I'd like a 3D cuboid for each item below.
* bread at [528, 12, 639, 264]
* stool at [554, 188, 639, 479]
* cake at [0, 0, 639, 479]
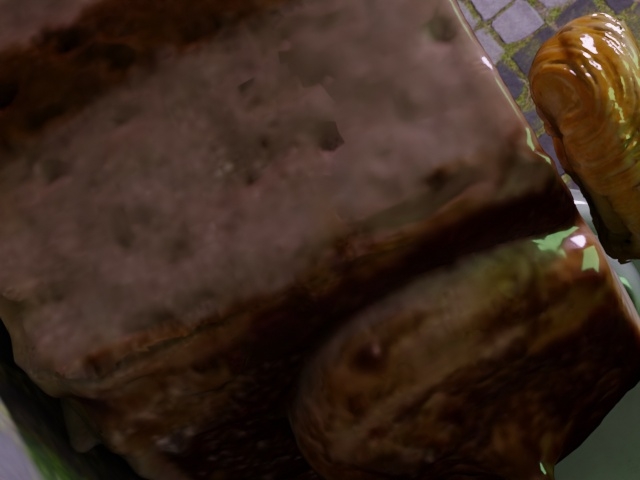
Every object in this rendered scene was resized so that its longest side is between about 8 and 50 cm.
[{"bbox_3d":[0.108,-0.033,0.710,0.111,0.044,0.083,46,22,-69],"label":"bread"},{"bbox_3d":[0.117,0.089,0.877,0.195,0.195,0.199,34,8,-13],"label":"stool"},{"bbox_3d":[-0.014,-0.014,0.707,0.293,0.198,0.196,63,5,25],"label":"cake"}]
